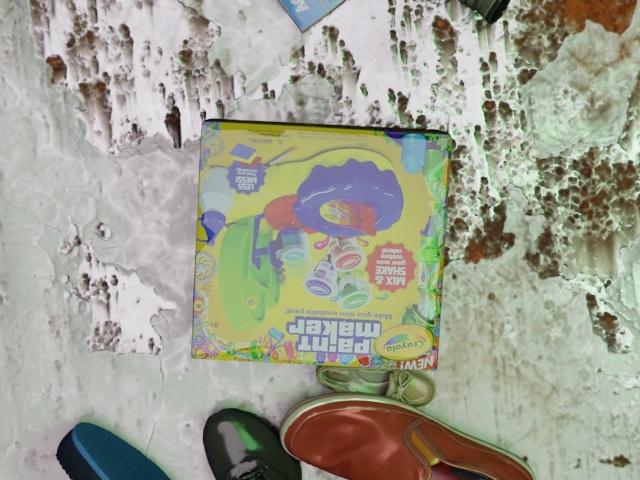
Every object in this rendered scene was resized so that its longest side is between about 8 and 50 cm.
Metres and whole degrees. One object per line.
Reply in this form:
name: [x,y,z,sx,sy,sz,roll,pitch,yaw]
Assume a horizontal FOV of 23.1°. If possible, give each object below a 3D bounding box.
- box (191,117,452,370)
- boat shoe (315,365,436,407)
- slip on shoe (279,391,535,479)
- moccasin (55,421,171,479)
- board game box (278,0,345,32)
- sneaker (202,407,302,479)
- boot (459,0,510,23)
box: [0.000,0.000,1.871,0.290,0.177,0.279,2,96,-1]
boat shoe: [0.069,0.179,1.949,0.153,0.048,0.056,15,95,-2]
slip on shoe: [0.109,0.276,1.919,0.331,0.101,0.123,20,115,-3]
moccasin: [-0.211,0.377,1.917,0.342,0.138,0.117,47,109,3]
board game box: [-0.049,-0.409,1.910,0.145,0.027,0.281,-37,94,1]
sneaker: [-0.057,0.337,1.922,0.109,0.130,0.286,-30,93,4]
boot: [0.174,-0.388,1.826,0.161,0.083,0.246,24,126,31]
